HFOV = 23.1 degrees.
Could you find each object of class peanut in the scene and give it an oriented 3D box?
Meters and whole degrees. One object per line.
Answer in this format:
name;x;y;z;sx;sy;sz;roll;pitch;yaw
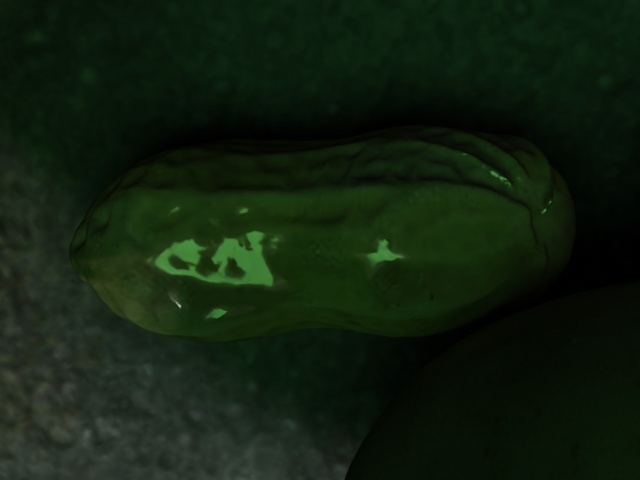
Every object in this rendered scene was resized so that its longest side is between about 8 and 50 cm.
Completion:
peanut;0.000;0.000;0.660;0.214;0.098;0.090;-4;119;8

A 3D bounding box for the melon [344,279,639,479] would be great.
melon;0.152;0.135;0.600;0.308;0.272;0.271;24;115;23
